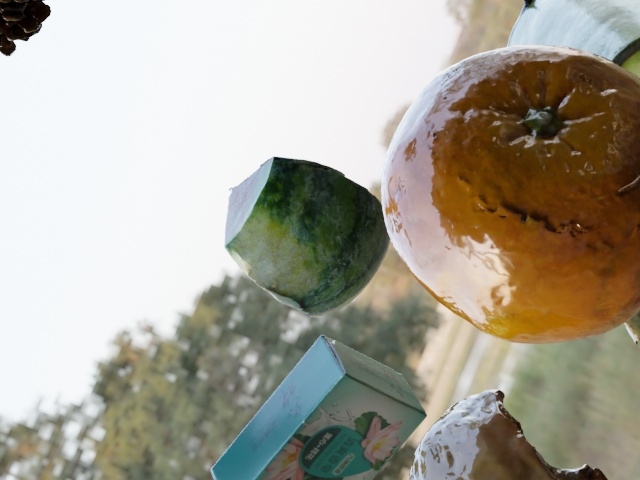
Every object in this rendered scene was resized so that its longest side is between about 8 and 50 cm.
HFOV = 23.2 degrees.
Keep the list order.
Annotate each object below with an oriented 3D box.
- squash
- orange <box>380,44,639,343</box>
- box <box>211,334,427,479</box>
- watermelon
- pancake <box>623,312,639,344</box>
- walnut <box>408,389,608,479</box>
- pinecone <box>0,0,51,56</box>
[{"bbox_3d":[0.389,-0.182,1.891,0.384,0.263,0.263,-109,39,-70],"label":"squash"},{"bbox_3d":[0.193,-0.041,1.387,0.226,0.283,0.284,89,-160,-50],"label":"orange"},{"bbox_3d":[-0.003,0.258,1.980,0.245,0.153,0.092,-52,36,14],"label":"box"},{"bbox_3d":[0.000,0.000,2.492,0.224,0.305,0.180,-57,32,4],"label":"watermelon"},{"bbox_3d":[0.450,0.033,2.187,0.257,0.212,0.056,-18,-36,-45],"label":"pancake"},{"bbox_3d":[0.162,0.252,1.442,0.141,0.204,0.238,-28,7,-35],"label":"walnut"},{"bbox_3d":[-0.420,-0.329,2.016,0.173,0.173,0.174,23,-90,-88],"label":"pinecone"}]
